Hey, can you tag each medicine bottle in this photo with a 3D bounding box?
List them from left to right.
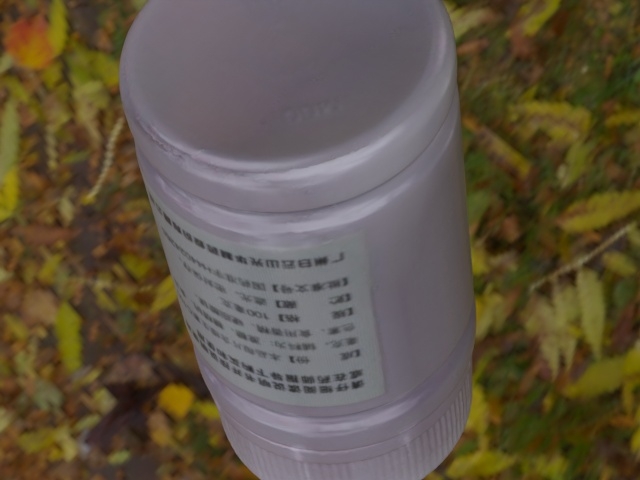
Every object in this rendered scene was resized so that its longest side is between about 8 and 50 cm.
[{"bbox_3d":[0.000,0.000,0.797,0.133,0.133,0.250,10,146,16],"label":"medicine bottle"}]
